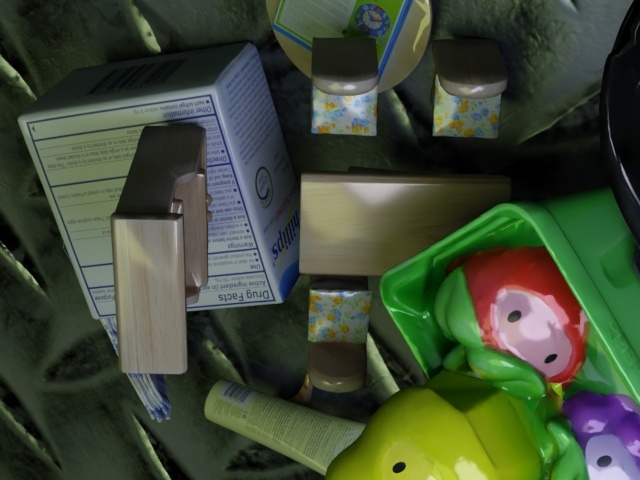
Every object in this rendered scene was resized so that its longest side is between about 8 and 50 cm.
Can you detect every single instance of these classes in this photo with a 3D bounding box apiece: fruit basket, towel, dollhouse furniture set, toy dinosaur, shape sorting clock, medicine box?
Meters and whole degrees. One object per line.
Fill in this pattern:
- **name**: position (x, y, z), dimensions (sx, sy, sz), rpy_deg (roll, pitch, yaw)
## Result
- **fruit basket**: position (0.177, 0.170, 1.198), dimensions (0.392, 0.392, 0.283), rpy_deg (49, 145, -4)
- **towel**: position (-0.278, 0.096, 1.787), dimensions (0.034, 0.209, 0.285), rpy_deg (-25, 108, -3)
- **dollhouse furniture set**: position (0.000, 0.000, 1.351), dimensions (0.394, 0.256, 0.362), rpy_deg (1, 117, 0)
- **toy dinosaur**: position (-0.043, 0.241, 1.789), dimensions (0.112, 0.064, 0.211), rpy_deg (48, 133, -2)
- **shape sorting clock**: position (0.030, -0.259, 1.425), dimensions (0.206, 0.040, 0.206), rpy_deg (18, 126, 26)
- **medicine box**: position (-0.180, -0.066, 1.583), dimensions (0.263, 0.149, 0.289), rpy_deg (-6, 117, 22)

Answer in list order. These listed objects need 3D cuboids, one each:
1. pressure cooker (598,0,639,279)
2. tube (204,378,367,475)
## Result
- **pressure cooker**: position (0.444, -0.074, 1.032), dimensions (0.370, 0.420, 0.375), rpy_deg (14, 87, 27)
- **tube**: position (-0.040, 0.252, 1.732), dimensions (0.240, 0.062, 0.070), rpy_deg (17, 111, 25)
